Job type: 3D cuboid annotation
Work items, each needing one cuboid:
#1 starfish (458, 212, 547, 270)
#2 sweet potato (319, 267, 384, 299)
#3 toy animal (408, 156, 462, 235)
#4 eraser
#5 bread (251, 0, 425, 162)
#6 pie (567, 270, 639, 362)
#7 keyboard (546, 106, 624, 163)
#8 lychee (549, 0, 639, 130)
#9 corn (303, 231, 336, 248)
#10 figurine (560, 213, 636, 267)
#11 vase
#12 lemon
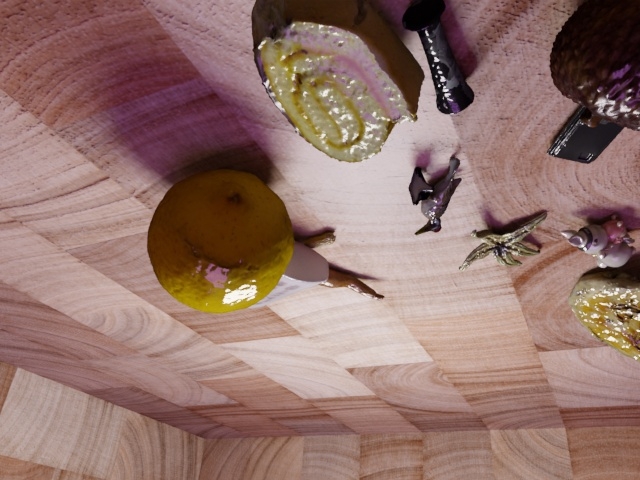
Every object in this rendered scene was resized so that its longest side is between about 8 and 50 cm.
[{"bbox_3d":[0.387,0.006,1.144,0.224,0.050,0.217,17,142,-40],"label":"starfish"},{"bbox_3d":[0.060,0.106,1.346,0.214,0.050,0.050,19,146,-19],"label":"sweet potato"},{"bbox_3d":[0.218,-0.071,1.028,0.105,0.070,0.202,-18,142,0],"label":"toy animal"},{"bbox_3d":[-0.129,0.085,1.274,0.174,0.094,0.270,18,151,-34],"label":"eraser"},{"bbox_3d":[0.024,-0.231,0.726,0.186,0.124,0.257,-12,137,38],"label":"bread"},{"bbox_3d":[0.743,0.184,1.248,0.339,0.077,0.339,27,151,16],"label":"pie"},{"bbox_3d":[0.442,-0.199,0.827,0.094,0.025,0.230,10,148,-5],"label":"keyboard"},{"bbox_3d":[0.377,-0.223,0.658,0.195,0.194,0.194,3,148,2],"label":"lychee"},{"bbox_3d":[0.000,0.000,1.207,0.083,0.027,0.028,-14,140,31],"label":"corn"},{"bbox_3d":[0.561,-0.011,1.092,0.146,0.081,0.098,29,98,-26],"label":"figurine"},{"bbox_3d":[0.166,-0.250,0.750,0.059,0.059,0.167,-11,145,24],"label":"vase"},{"bbox_3d":[-0.184,0.003,1.010,0.293,0.293,0.293,3,148,2],"label":"lemon"}]
